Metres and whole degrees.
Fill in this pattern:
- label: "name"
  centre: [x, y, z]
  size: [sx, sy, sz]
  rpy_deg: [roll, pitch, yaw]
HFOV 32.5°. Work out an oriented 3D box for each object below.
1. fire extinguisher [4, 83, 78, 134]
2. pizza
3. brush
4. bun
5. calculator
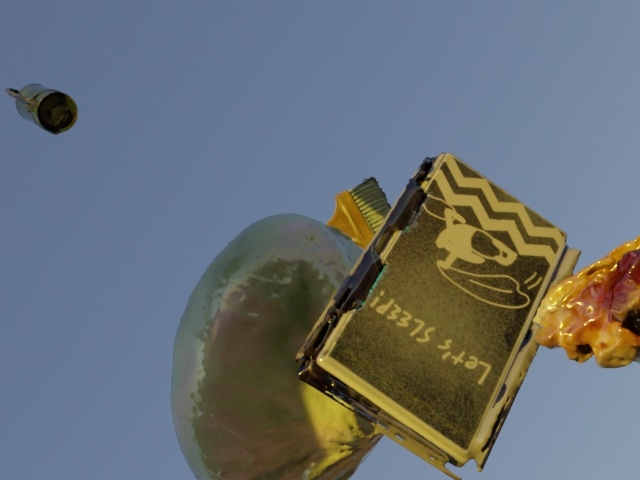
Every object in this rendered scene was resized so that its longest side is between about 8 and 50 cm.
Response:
- label: "fire extinguisher"
  centre: [-0.177, -0.085, 0.684]
  size: [0.038, 0.083, 0.025]
  rpy_deg: [29, -92, -28]
- label: "pizza"
  centre: [0.192, 0.019, 0.503]
  size: [0.193, 0.069, 0.154]
  rpy_deg: [-22, -33, -4]
- label: "brush"
  centre: [0.000, 0.000, 1.304]
  size: [0.218, 0.010, 0.083]
  rpy_deg: [-28, -91, -26]
- label: "bun"
  centre: [-0.003, 0.122, 1.052]
  size: [0.293, 0.187, 0.293]
  rpy_deg: [-28, -58, -58]
- label: "calculator"
  centre: [0.106, 0.049, 0.890]
  size: [0.274, 0.165, 0.028]
  rpy_deg: [-55, -2, -37]
